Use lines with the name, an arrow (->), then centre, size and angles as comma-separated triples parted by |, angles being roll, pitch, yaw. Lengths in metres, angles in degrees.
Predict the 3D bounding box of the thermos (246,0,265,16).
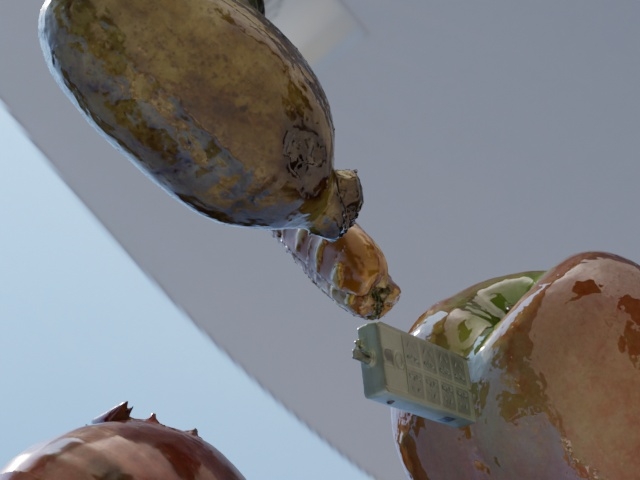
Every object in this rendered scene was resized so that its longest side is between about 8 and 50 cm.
thermos -> -0.130, -0.179, 1.111 | 0.083, 0.187, 0.073 | 17, -102, -43

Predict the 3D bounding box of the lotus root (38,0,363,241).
lotus root -> -0.069, -0.090, 0.879 | 0.260, 0.128, 0.145 | 43, -153, -16

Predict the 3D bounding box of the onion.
onion -> -0.188, 0.326, 1.274 | 0.353, 0.353, 0.354 | 36, -147, -28

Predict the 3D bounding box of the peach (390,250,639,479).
peach -> 0.188, 0.135, 1.059 | 0.252, 0.252, 0.252 | 36, -147, -28

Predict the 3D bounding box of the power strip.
power strip -> 0.060, 0.086, 0.859 | 0.136, 0.019, 0.051 | 27, -128, -51

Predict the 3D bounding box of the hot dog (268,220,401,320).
hot dog -> 0.000, 0.000, 1.438 | 0.115, 0.072, 0.269 | 53, 174, -36
